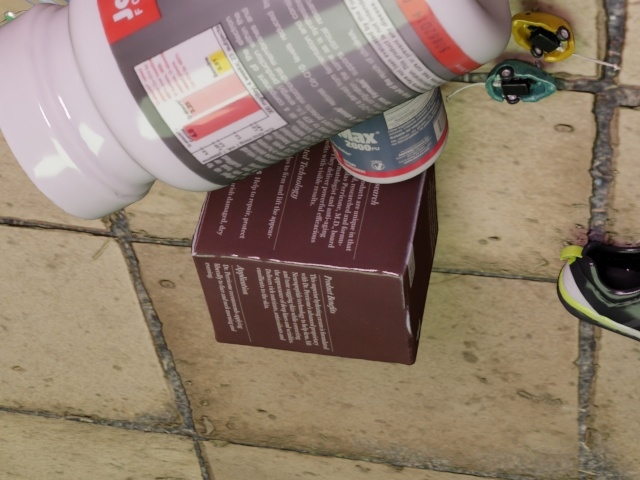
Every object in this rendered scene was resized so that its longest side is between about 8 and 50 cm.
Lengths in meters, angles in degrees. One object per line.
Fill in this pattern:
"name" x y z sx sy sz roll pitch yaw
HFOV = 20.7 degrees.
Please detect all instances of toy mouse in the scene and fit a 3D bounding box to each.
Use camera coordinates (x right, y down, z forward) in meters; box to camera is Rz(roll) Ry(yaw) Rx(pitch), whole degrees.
"toy mouse" 0.152 -0.161 1.505 0.161 0.031 0.143 26 145 -20

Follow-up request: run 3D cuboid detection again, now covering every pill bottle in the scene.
"pill bottle" -0.058 -0.162 1.325 0.363 0.210 0.210 -25 135 19
"pill bottle" 0.044 -0.141 1.501 0.108 0.108 0.180 2 146 17

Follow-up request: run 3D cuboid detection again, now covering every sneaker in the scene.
"sneaker" 0.346 0.058 1.730 0.234 0.084 0.097 13 147 -1

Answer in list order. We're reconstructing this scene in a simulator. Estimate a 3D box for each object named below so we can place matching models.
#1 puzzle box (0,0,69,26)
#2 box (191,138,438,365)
"puzzle box" -0.250 -0.235 1.468 0.409 0.052 0.272 28 145 -35
"box" 0.000 0.000 1.682 0.203 0.167 0.168 6 147 10
